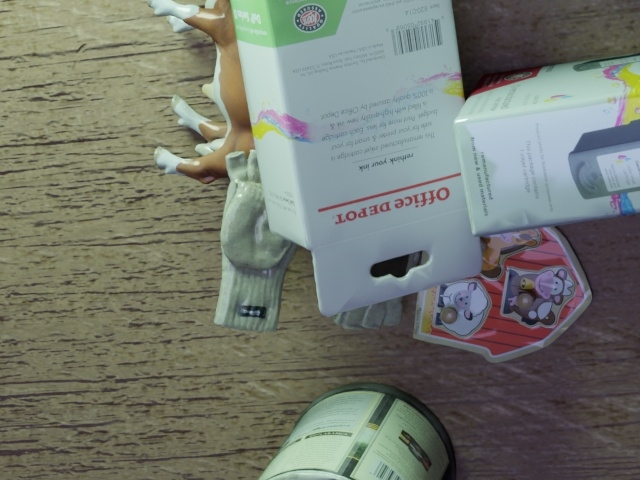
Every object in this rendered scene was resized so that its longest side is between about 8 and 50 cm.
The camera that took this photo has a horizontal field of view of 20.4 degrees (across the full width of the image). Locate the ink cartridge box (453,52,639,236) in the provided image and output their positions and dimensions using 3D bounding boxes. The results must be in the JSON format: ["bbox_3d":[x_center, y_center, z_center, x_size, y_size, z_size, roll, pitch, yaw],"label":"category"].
[{"bbox_3d":[0.305,-0.110,1.795,0.306,0.226,0.131,-9,104,15],"label":"ink cartridge box"}]

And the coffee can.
[{"bbox_3d":[0.026,0.296,1.953,0.201,0.275,0.201,4,106,14],"label":"coffee can"}]

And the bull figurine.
[{"bbox_3d":[-0.084,-0.200,1.938,0.188,0.101,0.310,5,105,15],"label":"bull figurine"}]

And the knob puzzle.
[{"bbox_3d":[0.204,0.049,1.969,0.213,0.030,0.213,4,106,13],"label":"knob puzzle"}]

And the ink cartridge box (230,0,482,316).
[{"bbox_3d":[0.040,-0.119,1.847,0.207,0.119,0.353,-14,106,-20],"label":"ink cartridge box"}]

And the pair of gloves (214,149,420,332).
[{"bbox_3d":[0.000,0.000,1.950,0.240,0.042,0.204,-1,104,-21],"label":"pair of gloves"}]
